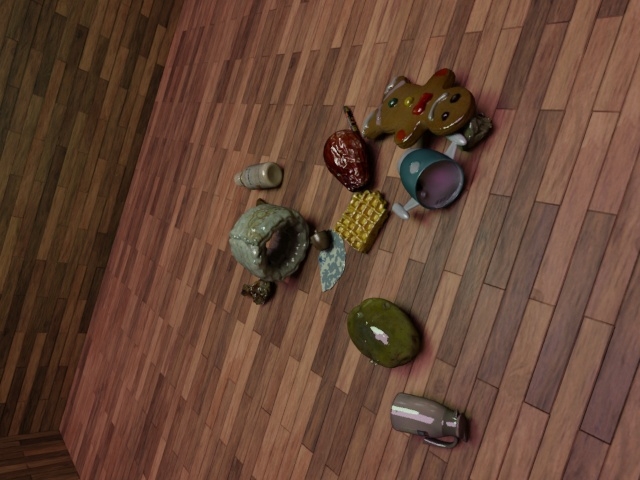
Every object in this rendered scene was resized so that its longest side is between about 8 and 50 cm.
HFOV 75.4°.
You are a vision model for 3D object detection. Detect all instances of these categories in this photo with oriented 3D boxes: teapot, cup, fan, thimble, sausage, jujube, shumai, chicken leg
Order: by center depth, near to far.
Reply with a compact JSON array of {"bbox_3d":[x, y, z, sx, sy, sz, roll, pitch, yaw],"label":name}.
[{"bbox_3d":[0.453,-0.326,1.219,0.087,0.124,0.099,-9,68,-3],"label":"shumai"},{"bbox_3d":[0.316,-0.203,1.256,0.299,0.167,0.173,-55,34,18],"label":"cup"},{"bbox_3d":[0.103,-0.281,1.484,0.168,0.168,0.236,-34,69,33],"label":"jujube"},{"bbox_3d":[0.041,0.074,1.543,0.131,0.009,0.240,1,80,42],"label":"fan"},{"bbox_3d":[0.000,0.000,1.565,0.080,0.085,0.110,63,153,7],"label":"teapot"},{"bbox_3d":[0.121,-0.446,1.585,0.025,0.028,0.198,-21,62,8],"label":"sausage"},{"bbox_3d":[-0.198,0.004,1.592,0.195,0.291,0.291,21,94,43],"label":"thimble"},{"bbox_3d":[-0.268,0.214,1.759,0.196,0.080,0.125,-35,47,40],"label":"chicken leg"}]

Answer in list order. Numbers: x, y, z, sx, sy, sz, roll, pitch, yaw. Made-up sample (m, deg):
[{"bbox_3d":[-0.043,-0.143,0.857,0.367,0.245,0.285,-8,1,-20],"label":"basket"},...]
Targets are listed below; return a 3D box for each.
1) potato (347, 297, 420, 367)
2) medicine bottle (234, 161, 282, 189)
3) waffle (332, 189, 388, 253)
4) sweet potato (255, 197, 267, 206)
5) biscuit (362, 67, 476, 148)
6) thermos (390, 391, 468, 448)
[{"bbox_3d":[0.184,0.281,1.267,0.197,0.149,0.228,-56,50,36],"label":"potato"},{"bbox_3d":[-0.290,-0.286,1.870,0.252,0.114,0.114,1,80,43],"label":"medicine bottle"},{"bbox_3d":[0.149,-0.083,1.449,0.160,0.055,0.211,40,107,41],"label":"waffle"},{"bbox_3d":[-0.236,-0.140,1.825,0.182,0.054,0.053,27,107,41],"label":"sweet potato"},{"bbox_3d":[0.302,-0.425,1.305,0.283,0.064,0.432,-57,33,3],"label":"biscuit"},{"bbox_3d":[0.305,0.503,1.140,0.193,0.105,0.137,-3,104,36],"label":"thermos"}]
